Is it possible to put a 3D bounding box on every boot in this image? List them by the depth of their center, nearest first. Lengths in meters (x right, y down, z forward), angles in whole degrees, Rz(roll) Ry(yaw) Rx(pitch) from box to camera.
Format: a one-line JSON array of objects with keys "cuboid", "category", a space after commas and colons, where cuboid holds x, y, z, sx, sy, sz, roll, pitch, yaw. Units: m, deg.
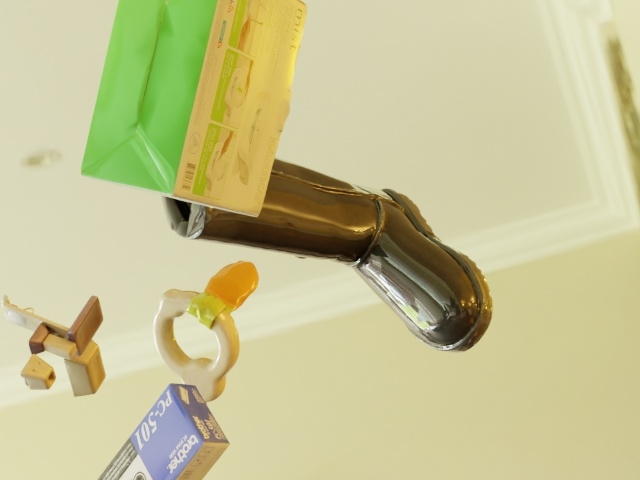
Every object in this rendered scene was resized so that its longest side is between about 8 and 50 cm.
[{"cuboid": [-0.001, -0.001, 2.182, 0.445, 0.367, 0.146, 18, -70, -38], "category": "boot"}]

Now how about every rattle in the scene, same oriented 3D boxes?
[{"cuboid": [-0.145, 0.143, 1.956, 0.130, 0.199, 0.143, -1, 23, 12], "category": "rattle"}]

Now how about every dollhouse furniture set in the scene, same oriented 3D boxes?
[{"cuboid": [-0.235, 0.099, 1.244, 0.081, 0.091, 0.114, 19, -34, 15], "category": "dollhouse furniture set"}]

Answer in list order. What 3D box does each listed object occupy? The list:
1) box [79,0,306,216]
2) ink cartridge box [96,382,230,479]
[{"cuboid": [-0.133, -0.173, 1.664, 0.127, 0.262, 0.231, 13, 1, 21], "category": "box"}, {"cuboid": [-0.198, 0.276, 1.773, 0.046, 0.097, 0.207, 12, -57, -46], "category": "ink cartridge box"}]
